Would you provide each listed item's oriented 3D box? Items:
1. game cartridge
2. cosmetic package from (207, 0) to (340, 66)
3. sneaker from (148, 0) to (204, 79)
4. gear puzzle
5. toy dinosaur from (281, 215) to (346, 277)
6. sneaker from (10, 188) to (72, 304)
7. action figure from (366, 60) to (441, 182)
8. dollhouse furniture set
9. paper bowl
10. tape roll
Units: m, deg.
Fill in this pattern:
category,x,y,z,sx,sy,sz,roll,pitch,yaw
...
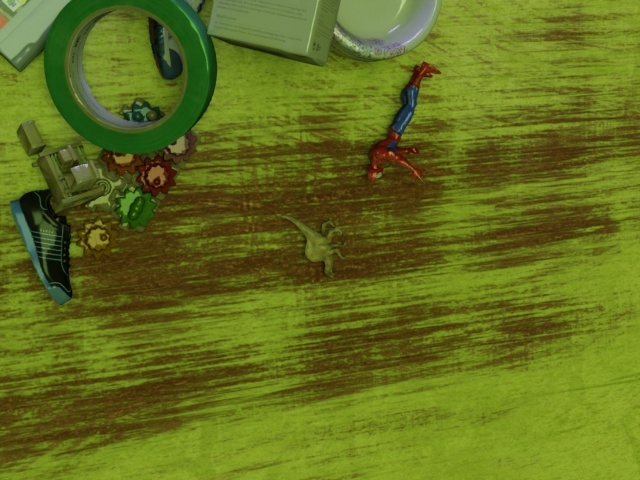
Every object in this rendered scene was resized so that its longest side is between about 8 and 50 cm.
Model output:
category,x,y,z,sx,sy,sz,roll,pitch,yaw
game cartridge,-0.619,-0.495,1.704,0.294,0.060,0.196,44,79,-17
cosmetic package,-0.061,-0.550,1.701,0.217,0.156,0.385,16,97,13
sneaker,-0.275,-0.471,1.785,0.130,0.112,0.297,-4,101,-22
gear puzzle,-0.396,-0.116,1.823,0.175,0.044,0.339,33,86,-18
toy dinosaur,0.000,0.000,1.958,0.092,0.053,0.183,-37,106,-9
sneaker,-0.530,0.011,1.777,0.090,0.081,0.232,-22,102,-7
action figure,0.204,-0.237,1.972,0.139,0.091,0.280,31,87,-9
dollhouse furniture set,-0.481,-0.174,1.717,0.101,0.161,0.182,-23,85,-37
paper bowl,0.101,-0.519,1.877,0.284,0.148,0.284,-2,97,-17
tape roll,-0.362,-0.330,1.711,0.321,0.077,0.321,2,108,6
